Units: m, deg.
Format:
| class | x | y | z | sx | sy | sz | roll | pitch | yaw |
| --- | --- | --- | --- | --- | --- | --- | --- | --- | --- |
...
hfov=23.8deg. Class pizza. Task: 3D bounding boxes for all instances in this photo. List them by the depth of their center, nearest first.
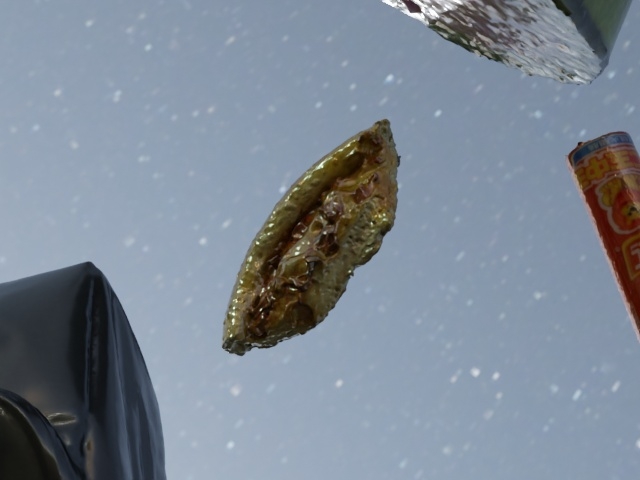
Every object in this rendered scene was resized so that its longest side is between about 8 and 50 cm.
| class | x | y | z | sx | sy | sz | roll | pitch | yaw |
| --- | --- | --- | --- | --- | --- | --- | --- | --- | --- |
| pizza | -0.005 | 0.001 | 1.461 | 0.056 | 0.271 | 0.134 | 41 | 2 | -38 |

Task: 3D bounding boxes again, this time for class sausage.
| class | x | y | z | sx | sy | sz | roll | pitch | yaw |
| --- | --- | --- | --- | --- | --- | --- | --- | --- | --- |
| sausage | 0.320 | 0.025 | 1.498 | 0.074 | 0.074 | 0.274 | -41 | -120 | 48 |

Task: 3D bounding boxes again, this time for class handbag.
| class | x | y | z | sx | sy | sz | roll | pitch | yaw |
| --- | --- | --- | --- | --- | --- | --- | --- | --- | --- |
| handbag | -0.236 | 0.152 | 0.796 | 0.302 | 0.275 | 0.177 | -11 | -52 | -2 |

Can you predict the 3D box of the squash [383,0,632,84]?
| class | x | y | z | sx | sy | sz | roll | pitch | yaw |
| --- | --- | --- | --- | --- | --- | --- | --- | --- | --- |
| squash | 0.127 | -0.303 | 0.950 | 0.310 | 0.309 | 0.310 | 35 | -3 | 2 |
